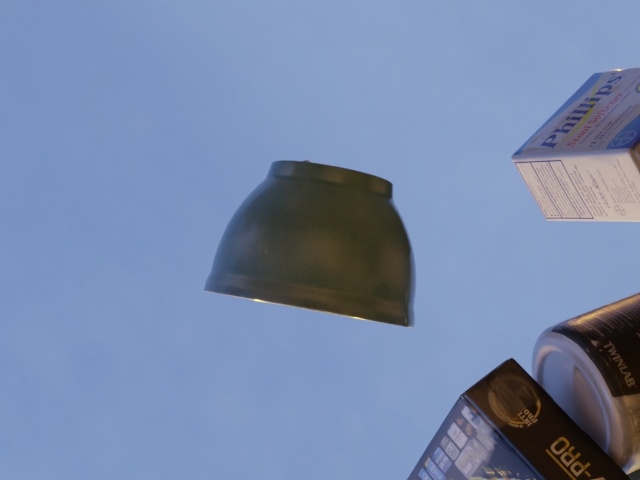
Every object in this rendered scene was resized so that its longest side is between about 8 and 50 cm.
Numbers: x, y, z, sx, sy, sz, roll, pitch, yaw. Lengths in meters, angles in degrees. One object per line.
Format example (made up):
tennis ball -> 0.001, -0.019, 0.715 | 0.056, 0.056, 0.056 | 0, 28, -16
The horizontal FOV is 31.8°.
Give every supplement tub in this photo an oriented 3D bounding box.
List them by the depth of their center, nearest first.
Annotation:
supplement tub -> 0.433, 0.147, 1.360 | 0.316, 0.193, 0.194 | -17, -99, -18

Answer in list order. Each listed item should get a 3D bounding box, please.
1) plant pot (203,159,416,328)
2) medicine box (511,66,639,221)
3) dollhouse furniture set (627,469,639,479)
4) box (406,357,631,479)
plant pot -> 0.000, 0.000, 1.540 | 0.293, 0.293, 0.196 | 12, -94, -37
medicine box -> 0.526, -0.169, 1.924 | 0.263, 0.289, 0.149 | -43, -67, -23
dollhouse furniture set -> 0.681, 0.405, 1.849 | 0.286, 0.303, 0.198 | -27, -97, -17
box -> 0.256, 0.364, 1.383 | 0.097, 0.395, 0.318 | -30, -112, -28
